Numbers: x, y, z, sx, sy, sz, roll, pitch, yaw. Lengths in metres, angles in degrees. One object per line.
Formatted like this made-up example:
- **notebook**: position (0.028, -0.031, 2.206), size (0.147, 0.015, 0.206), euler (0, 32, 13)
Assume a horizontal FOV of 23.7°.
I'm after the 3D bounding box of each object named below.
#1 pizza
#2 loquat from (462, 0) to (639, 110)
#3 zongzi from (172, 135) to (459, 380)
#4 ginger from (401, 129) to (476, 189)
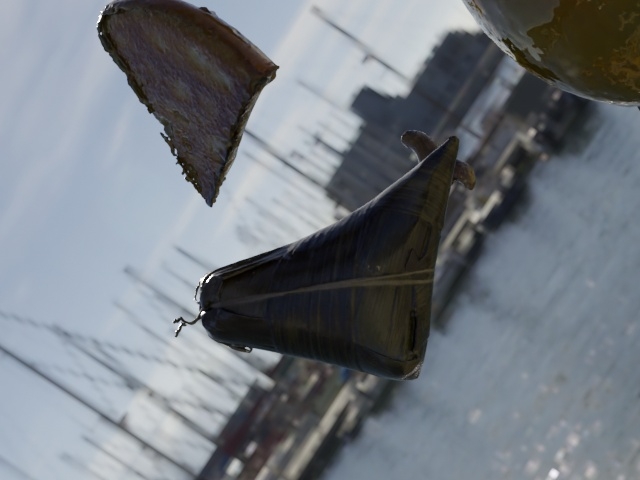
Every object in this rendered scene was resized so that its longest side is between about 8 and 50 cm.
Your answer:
- **pizza**: position (-0.085, -0.102, 1.141), size (0.036, 0.176, 0.184), euler (-37, 32, -32)
- **loquat**: position (0.173, -0.184, 0.807), size (0.244, 0.244, 0.244), euler (-57, -1, -2)
- **zongzi**: position (0.000, 0.000, 1.134), size (0.084, 0.187, 0.184), euler (24, -104, -77)
- **ginger**: position (0.114, -0.069, 1.491), size (0.030, 0.097, 0.048), euler (6, -63, -54)
